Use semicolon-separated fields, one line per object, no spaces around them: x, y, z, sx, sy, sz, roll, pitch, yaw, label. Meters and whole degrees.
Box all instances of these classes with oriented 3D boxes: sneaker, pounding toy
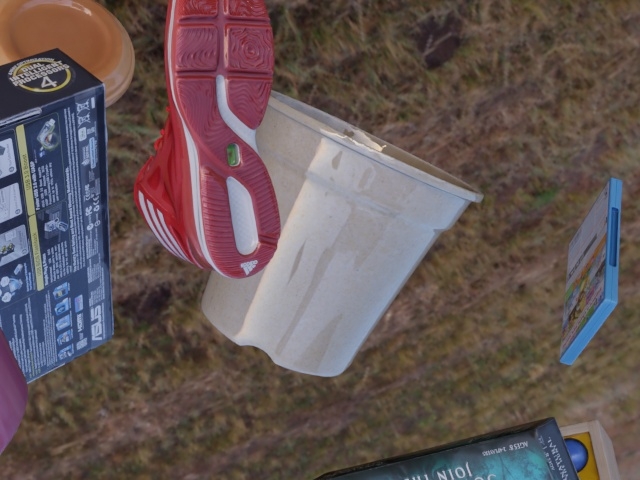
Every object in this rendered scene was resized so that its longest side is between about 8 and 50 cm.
-0.100;-0.085;0.636;0.087;0.221;0.128;-5;-174;-42;sneaker
0.224;0.260;0.889;0.141;0.130;0.100;-17;145;20;pounding toy

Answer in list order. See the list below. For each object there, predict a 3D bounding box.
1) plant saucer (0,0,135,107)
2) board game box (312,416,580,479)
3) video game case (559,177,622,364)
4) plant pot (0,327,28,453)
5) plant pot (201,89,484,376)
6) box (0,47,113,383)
-0.336;-0.252;1.147;0.200;0.199;0.037;-12;159;-29;plant saucer
0.080;0.185;0.525;0.026;0.126;0.186;-14;170;-47;board game box
0.283;0.031;0.930;0.015;0.166;0.119;17;141;1;video game case
-0.271;0.058;0.503;0.201;0.201;0.180;-27;123;1;plant pot
0.000;0.000;1.198;0.334;0.334;0.305;11;108;-53;plant pot
-0.377;0.025;0.944;0.318;0.097;0.394;-32;147;-35;box
